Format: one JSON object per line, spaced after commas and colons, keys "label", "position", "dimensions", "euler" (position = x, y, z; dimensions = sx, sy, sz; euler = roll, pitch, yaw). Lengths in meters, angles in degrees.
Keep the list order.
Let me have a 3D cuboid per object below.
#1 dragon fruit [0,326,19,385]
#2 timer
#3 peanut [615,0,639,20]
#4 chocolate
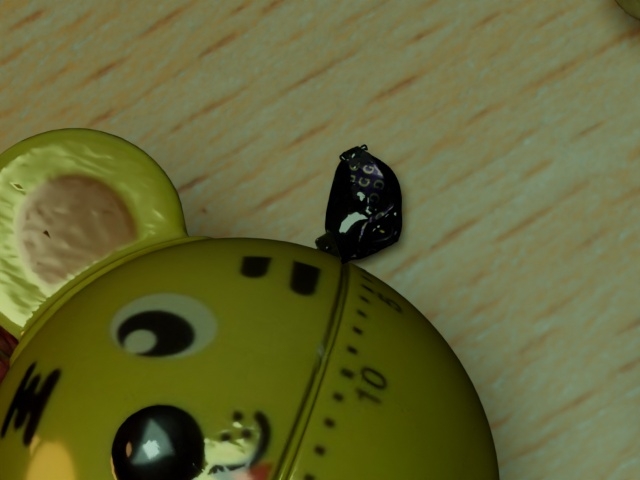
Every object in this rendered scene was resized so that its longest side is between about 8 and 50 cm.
{"label": "dragon fruit", "position": [-0.274, 0.036, 1.419], "dimensions": [0.317, 0.152, 0.205], "euler": [19, 82, 12]}
{"label": "timer", "position": [-0.093, 0.150, 1.257], "dimensions": [0.387, 0.376, 0.376], "euler": [25, 85, -6]}
{"label": "peanut", "position": [0.306, -0.264, 1.397], "dimensions": [0.274, 0.111, 0.125], "euler": [-46, 72, -1]}
{"label": "chocolate", "position": [0.002, 0.003, 1.426], "dimensions": [0.147, 0.070, 0.072], "euler": [-43, 105, 1]}
